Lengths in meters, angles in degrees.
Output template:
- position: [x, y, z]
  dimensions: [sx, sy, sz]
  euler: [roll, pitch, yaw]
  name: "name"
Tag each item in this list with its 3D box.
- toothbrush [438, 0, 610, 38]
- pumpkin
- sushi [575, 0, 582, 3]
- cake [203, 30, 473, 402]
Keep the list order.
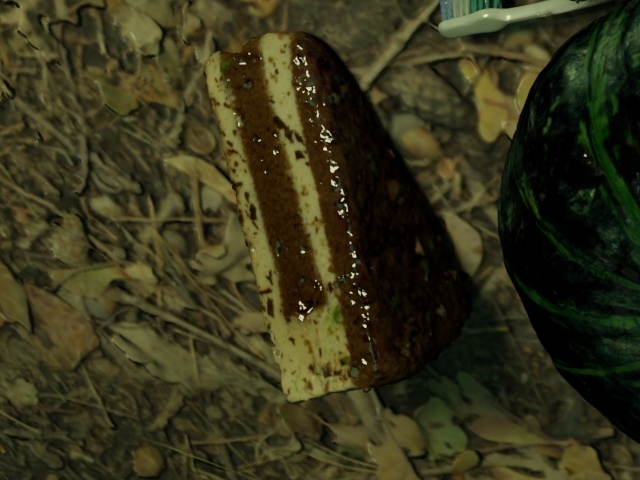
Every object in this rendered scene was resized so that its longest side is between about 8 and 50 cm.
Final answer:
- position: [0.203, -0.158, 1.139]
  dimensions: [0.304, 0.030, 0.030]
  euler: [-8, 122, 32]
  name: "toothbrush"
- position: [0.246, -0.003, 1.104]
  dimensions: [0.315, 0.238, 0.315]
  euler: [15, 131, 19]
  name: "pumpkin"
- position: [0.122, -0.200, 1.110]
  dimensions: [0.150, 0.078, 0.090]
  euler: [28, 135, 12]
  name: "sushi"
- position: [-0.007, -0.006, 1.302]
  dimensions: [0.112, 0.135, 0.246]
  euler: [-13, 120, 36]
  name: "cake"
